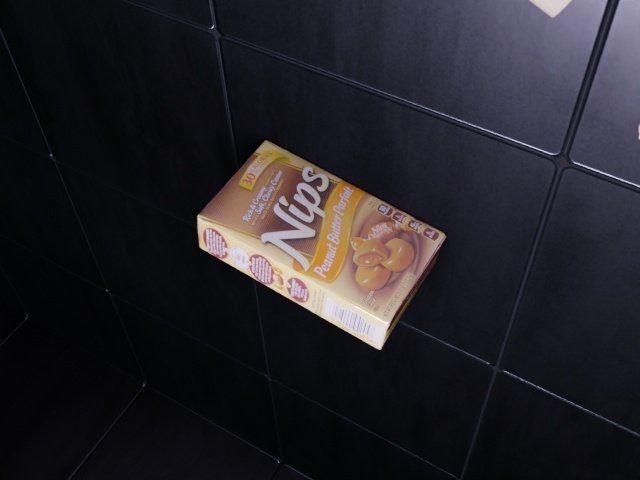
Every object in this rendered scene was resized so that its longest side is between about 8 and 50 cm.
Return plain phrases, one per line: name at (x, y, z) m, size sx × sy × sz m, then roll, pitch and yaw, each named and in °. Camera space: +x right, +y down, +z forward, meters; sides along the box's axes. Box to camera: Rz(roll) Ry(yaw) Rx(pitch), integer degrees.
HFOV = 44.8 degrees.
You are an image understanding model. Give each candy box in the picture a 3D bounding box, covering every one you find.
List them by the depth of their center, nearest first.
candy box at (0.000, 0.000, 1.143) m, size 0.316 × 0.183 × 0.087 m, roll 29°, pitch 147°, yaw 12°

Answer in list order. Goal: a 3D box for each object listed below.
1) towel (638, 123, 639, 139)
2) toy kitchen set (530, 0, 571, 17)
towel at (0.516, -0.051, 0.700) m, size 0.317 × 0.053 × 0.332 m, roll 45°, pitch 148°, yaw -14°
toy kitchen set at (0.214, -0.311, 0.650) m, size 0.122 × 0.166 × 0.207 m, roll 37°, pitch 112°, yaw -2°
